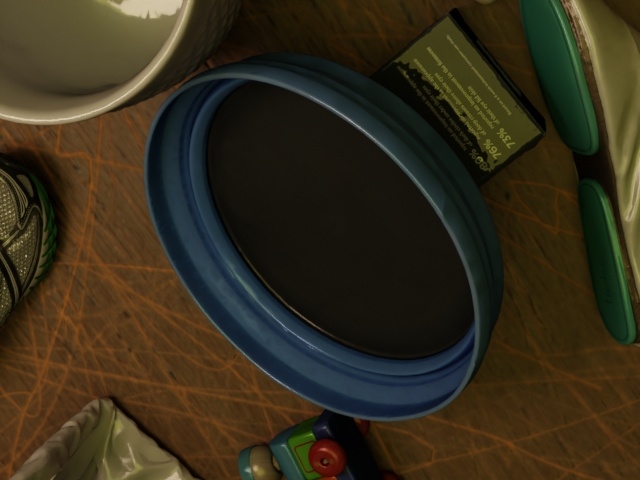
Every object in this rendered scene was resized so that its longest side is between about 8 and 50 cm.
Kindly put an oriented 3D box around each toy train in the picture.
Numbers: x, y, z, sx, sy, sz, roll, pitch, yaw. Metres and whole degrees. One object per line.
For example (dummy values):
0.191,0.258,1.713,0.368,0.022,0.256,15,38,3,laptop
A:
0.019,0.312,1.252,0.143,0.105,0.248,-23,98,25,toy train

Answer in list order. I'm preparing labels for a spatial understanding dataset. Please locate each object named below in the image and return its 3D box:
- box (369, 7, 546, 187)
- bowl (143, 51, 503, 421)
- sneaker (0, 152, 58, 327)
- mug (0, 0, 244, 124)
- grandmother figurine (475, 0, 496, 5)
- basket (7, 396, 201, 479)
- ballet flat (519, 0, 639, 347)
0.098,-0.107,1.130,0.207,0.108,0.153,-38,95,16,box
0.000,0.000,1.090,0.391,0.077,0.391,25,137,26,bowl
-0.396,0.064,1.238,0.134,0.146,0.343,25,105,4,sneaker
-0.178,-0.302,1.019,0.276,0.328,0.374,26,106,3,mug
0.120,-0.326,1.082,0.342,0.104,0.208,-11,92,10,grandmother figurine
-0.245,0.409,1.204,0.331,0.328,0.266,42,110,-2,basket
0.301,-0.092,1.102,0.139,0.139,0.400,-15,104,13,ballet flat
